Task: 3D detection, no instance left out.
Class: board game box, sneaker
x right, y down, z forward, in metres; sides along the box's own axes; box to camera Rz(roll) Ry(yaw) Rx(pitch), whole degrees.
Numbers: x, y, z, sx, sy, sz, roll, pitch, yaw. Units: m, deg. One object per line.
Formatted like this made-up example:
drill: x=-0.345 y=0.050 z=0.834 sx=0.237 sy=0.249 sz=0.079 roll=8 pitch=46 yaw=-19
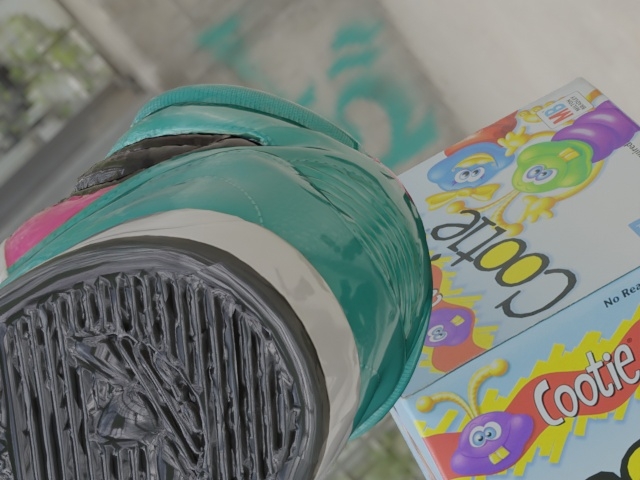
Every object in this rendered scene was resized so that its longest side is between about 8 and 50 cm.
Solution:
board game box: x=0.124 y=0.097 z=0.776 sx=0.275 sy=0.142 sz=0.144 roll=62 pitch=177 yaw=-31
sneaker: x=-0.083 y=0.041 z=0.553 sx=0.178 sy=0.296 sz=0.123 roll=-36 pitch=-77 yaw=-57
